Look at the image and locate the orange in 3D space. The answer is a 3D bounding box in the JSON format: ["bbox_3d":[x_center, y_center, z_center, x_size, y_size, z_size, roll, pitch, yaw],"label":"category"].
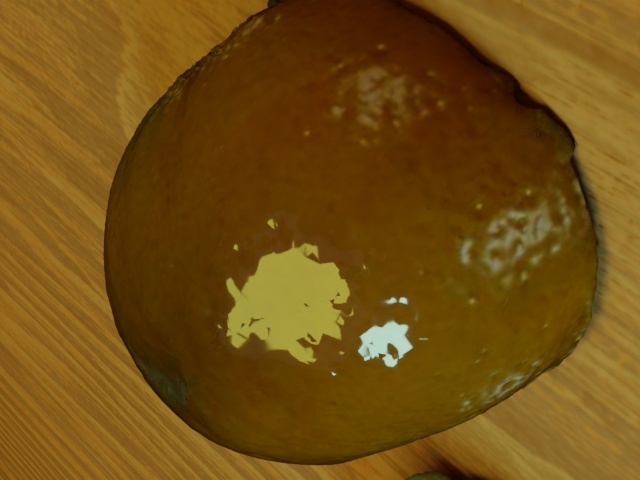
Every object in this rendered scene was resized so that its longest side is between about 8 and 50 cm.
[{"bbox_3d":[0.000,0.004,0.633,0.274,0.274,0.310,59,-177,-7],"label":"orange"}]

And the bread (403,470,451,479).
[{"bbox_3d":[0.088,0.270,0.750,0.186,0.124,0.257,49,153,26],"label":"bread"}]
